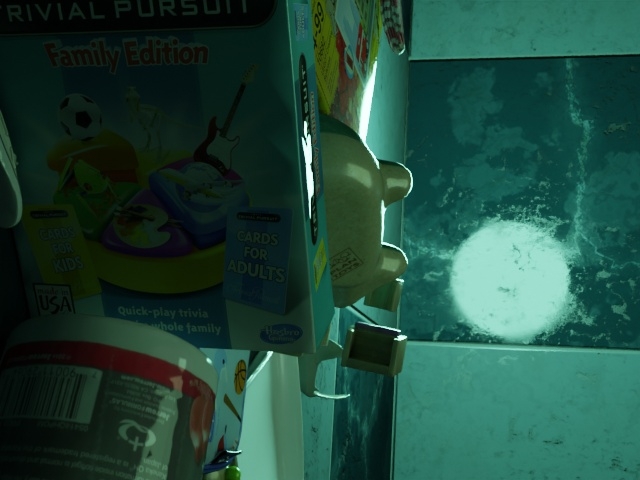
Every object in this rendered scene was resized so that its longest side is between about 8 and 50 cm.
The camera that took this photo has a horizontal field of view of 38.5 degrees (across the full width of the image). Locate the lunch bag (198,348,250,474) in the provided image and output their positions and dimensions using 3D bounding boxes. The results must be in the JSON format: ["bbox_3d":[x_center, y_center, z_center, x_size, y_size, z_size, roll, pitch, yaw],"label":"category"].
[{"bbox_3d":[-0.155,0.109,0.966,0.243,0.114,0.304,38,53,-72],"label":"lunch bag"}]

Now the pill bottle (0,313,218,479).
[{"bbox_3d":[-0.186,0.230,0.680,0.176,0.176,0.319,69,25,-59],"label":"pill bottle"}]

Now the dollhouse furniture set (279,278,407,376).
[{"bbox_3d":[0.000,0.000,1.252,0.198,0.286,0.304,6,94,-80],"label":"dollhouse furniture set"}]

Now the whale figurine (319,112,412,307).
[{"bbox_3d":[-0.005,-0.031,0.981,0.272,0.216,0.141,45,16,-50],"label":"whale figurine"}]

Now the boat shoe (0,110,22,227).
[{"bbox_3d":[-0.248,-0.060,0.708,0.035,0.035,0.100,-59,141,-61],"label":"boat shoe"}]

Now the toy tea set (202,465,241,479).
[{"bbox_3d":[-0.143,0.386,0.999,0.200,0.124,0.336,64,30,-64],"label":"toy tea set"}]

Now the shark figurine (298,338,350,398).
[{"bbox_3d":[-0.005,0.214,1.647,0.166,0.116,0.278,-67,153,-56],"label":"shark figurine"}]

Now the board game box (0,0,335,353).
[{"bbox_3d":[-0.129,-0.079,0.733,0.079,0.253,0.336,-61,149,-64],"label":"board game box"}]

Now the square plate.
[{"bbox_3d":[-0.090,0.332,1.411,0.344,0.049,0.347,-55,144,-69],"label":"square plate"}]

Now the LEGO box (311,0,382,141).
[{"bbox_3d":[-0.059,-0.362,1.081,0.372,0.193,0.500,64,29,-51],"label":"LEGO box"}]

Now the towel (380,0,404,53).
[{"bbox_3d":[0.072,-0.343,1.105,0.144,0.029,0.197,-88,166,-44],"label":"towel"}]
